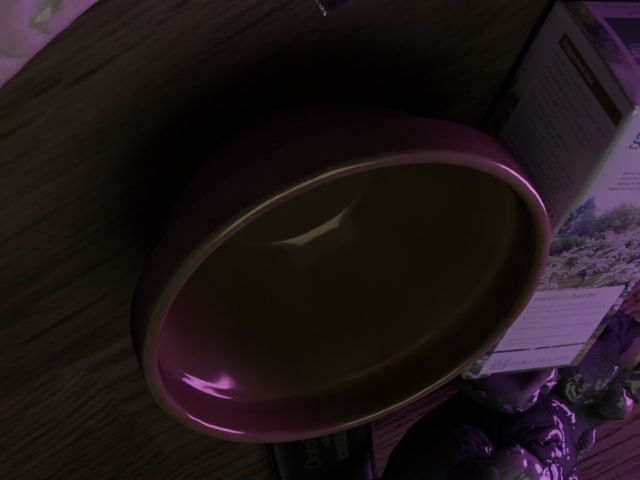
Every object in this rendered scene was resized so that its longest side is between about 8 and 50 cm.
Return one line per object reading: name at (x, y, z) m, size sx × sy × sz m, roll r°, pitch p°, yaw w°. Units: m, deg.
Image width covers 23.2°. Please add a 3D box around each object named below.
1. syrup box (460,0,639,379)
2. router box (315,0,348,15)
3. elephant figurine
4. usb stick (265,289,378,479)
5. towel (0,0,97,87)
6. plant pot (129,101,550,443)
syrup box at (0.149, -0.027, 0.937) m, size 0.093 × 0.096 × 0.237 m, roll -4°, pitch 139°, yaw -30°
router box at (0.032, -0.169, 0.694) m, size 0.122 × 0.092 × 0.038 m, roll -30°, pitch 144°, yaw 5°
elephant figurine at (0.152, 0.110, 1.078) m, size 0.186 × 0.239 × 0.169 m, roll 27°, pitch 157°, yaw -8°
usb stick at (-0.005, 0.116, 1.070) m, size 0.077 × 0.045 × 0.278 m, roll -14°, pitch 143°, yaw -4°
towel at (-0.272, -0.106, 0.628) m, size 0.332 × 0.053 × 0.317 m, roll -39°, pitch 141°, yaw 18°
plant pot at (0.000, 0.000, 0.871) m, size 0.237 × 0.110 × 0.237 m, roll -16°, pitch 143°, yaw -12°
